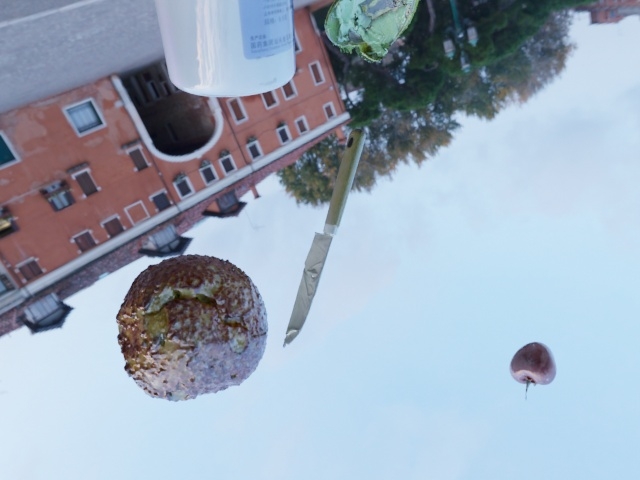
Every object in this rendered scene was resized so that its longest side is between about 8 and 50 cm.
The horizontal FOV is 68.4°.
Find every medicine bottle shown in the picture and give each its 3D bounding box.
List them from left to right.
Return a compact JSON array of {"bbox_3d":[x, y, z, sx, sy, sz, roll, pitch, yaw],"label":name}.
[{"bbox_3d":[-0.071,-0.207,0.331,0.102,0.187,0.103,-1,-146,0],"label":"medicine bottle"}]

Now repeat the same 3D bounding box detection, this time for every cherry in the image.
[{"bbox_3d":[0.505,0.295,1.126,0.106,0.087,0.126,-28,-157,29],"label":"cherry"}]

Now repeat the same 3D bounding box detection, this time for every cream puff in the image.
[{"bbox_3d":[-0.192,0.129,0.731,0.240,0.240,0.164,-34,-174,-28],"label":"cream puff"}]

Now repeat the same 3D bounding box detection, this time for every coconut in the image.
[{"bbox_3d":[0.083,-0.366,0.776,0.157,0.133,0.055,-14,-132,4],"label":"coconut"}]

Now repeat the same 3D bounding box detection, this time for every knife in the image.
[{"bbox_3d":[0.002,0.000,0.609,0.017,0.298,0.047,14,-177,-41],"label":"knife"}]
